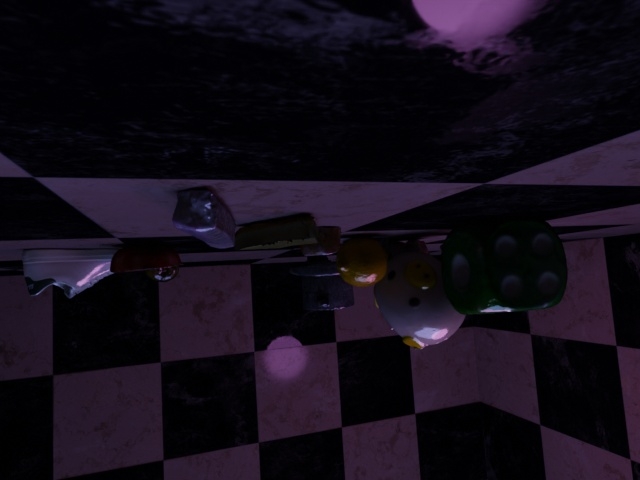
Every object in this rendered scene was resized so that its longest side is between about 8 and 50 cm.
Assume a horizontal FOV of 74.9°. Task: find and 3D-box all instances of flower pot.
[{"bbox_3d":[0.009,0.162,1.881,0.299,0.283,0.299,-2,179,0],"label":"flower pot"}]

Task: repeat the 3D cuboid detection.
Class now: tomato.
[{"bbox_3d":[-0.571,0.058,1.375,0.224,0.085,0.225,-7,176,0],"label":"tomato"}]

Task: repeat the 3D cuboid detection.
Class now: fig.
[{"bbox_3d":[-0.660,0.114,1.740,0.132,0.127,0.185,-16,176,-23],"label":"fig"}]

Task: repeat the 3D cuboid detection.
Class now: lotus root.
[{"bbox_3d":[0.001,0.000,1.223,0.122,0.081,0.112,-6,-178,25],"label":"lotus root"}]

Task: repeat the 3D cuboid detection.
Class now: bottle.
[{"bbox_3d":[0.354,0.064,1.822,0.236,0.148,0.147,-12,174,6],"label":"bottle"}]

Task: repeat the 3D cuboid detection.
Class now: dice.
[{"bbox_3d":[0.589,0.088,1.369,0.300,0.297,0.287,-2,171,-9],"label":"dice"}]

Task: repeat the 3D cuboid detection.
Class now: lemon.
[{"bbox_3d":[0.153,0.075,1.509,0.244,0.187,0.186,-13,-178,-42],"label":"lemon"}]

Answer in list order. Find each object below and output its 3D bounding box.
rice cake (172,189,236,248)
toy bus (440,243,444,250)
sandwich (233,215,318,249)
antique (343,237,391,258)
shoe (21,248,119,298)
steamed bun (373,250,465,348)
[{"bbox_3d":[-0.208,-0.028,0.799,0.070,0.064,0.399,3,174,-6],"label":"rice cake"},{"bbox_3d":[0.643,0.062,1.685,0.231,0.197,0.294,-27,167,30],"label":"toy bus"},{"bbox_3d":[-0.063,-0.019,1.052,0.245,0.063,0.212,-7,177,36],"label":"sandwich"},{"bbox_3d":[0.188,0.038,1.669,0.182,0.088,0.086,-2,176,-11],"label":"antique"},{"bbox_3d":[-0.784,0.111,1.401,0.131,0.160,0.363,-6,174,39],"label":"shoe"},{"bbox_3d":[0.382,0.219,1.625,0.333,0.334,0.374,0,-143,-37],"label":"steamed bun"}]
